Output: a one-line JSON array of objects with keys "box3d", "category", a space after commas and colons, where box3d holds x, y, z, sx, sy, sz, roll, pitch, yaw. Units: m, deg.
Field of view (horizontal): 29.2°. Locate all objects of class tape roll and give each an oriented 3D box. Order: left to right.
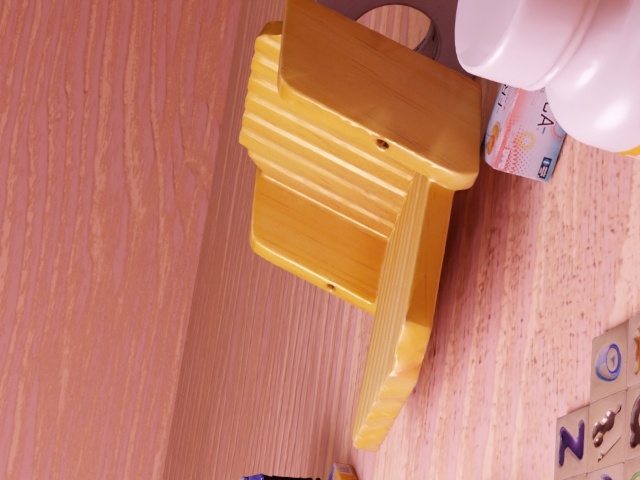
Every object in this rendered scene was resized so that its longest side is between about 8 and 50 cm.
[{"box3d": [0.080, -0.243, 1.445, 0.072, 0.219, 0.219, -98, 25, -52], "category": "tape roll"}]

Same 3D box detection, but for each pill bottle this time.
[{"box3d": [0.220, -0.111, 0.688, 0.152, 0.272, 0.152, -167, 90, -76], "category": "pill bottle"}]

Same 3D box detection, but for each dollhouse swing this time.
[{"box3d": [0.000, 0.000, 1.320, 0.305, 0.315, 0.347, -60, -6, -28], "category": "dollhouse swing"}]

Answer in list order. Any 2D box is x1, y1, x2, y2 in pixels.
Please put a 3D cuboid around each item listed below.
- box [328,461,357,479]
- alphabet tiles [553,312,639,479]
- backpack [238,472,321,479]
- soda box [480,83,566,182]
[{"box3d": [0.016, 0.357, 1.540, 0.081, 0.028, 0.136, -119, 46, -69], "category": "box"}, {"box3d": [0.247, 0.174, 0.863, 0.342, 0.011, 0.285, 133, 148, -63], "category": "alphabet tiles"}, {"box3d": [-0.051, 0.387, 1.489, 0.173, 0.117, 0.158, -111, 35, -60], "category": "backpack"}, {"box3d": [0.212, -0.153, 1.175, 0.058, 0.063, 0.183, -112, 38, -70], "category": "soda box"}]
